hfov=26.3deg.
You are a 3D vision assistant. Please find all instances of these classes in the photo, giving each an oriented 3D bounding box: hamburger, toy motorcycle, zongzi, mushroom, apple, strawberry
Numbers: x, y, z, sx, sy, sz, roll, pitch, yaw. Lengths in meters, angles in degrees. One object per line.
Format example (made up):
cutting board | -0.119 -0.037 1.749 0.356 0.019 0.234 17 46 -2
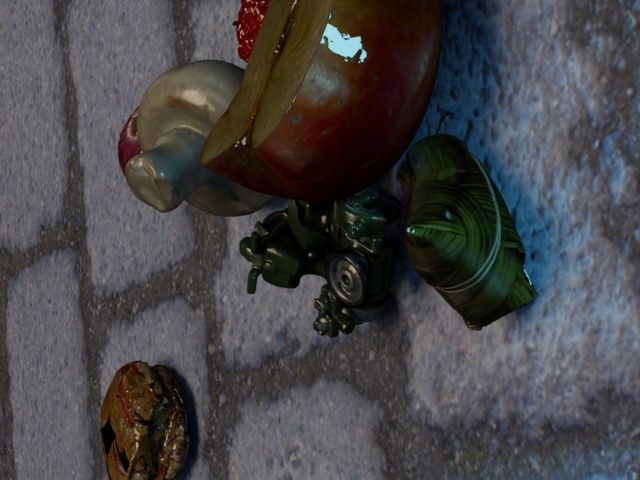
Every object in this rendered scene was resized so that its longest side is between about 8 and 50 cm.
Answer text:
hamburger | -0.293 0.306 2.252 0.231 0.107 0.231 -179 90 -66
toy motorcycle | 0.000 0.000 1.714 0.275 0.127 0.205 41 139 40
zongzi | 0.119 -0.055 1.458 0.111 0.241 0.248 -28 54 15
mushroom | -0.166 -0.119 1.892 0.243 0.243 0.243 0 90 59
apple | -0.004 -0.222 1.590 0.329 0.295 0.365 7 69 30
strawberry | -0.050 -0.328 1.853 0.174 0.098 0.228 28 115 54

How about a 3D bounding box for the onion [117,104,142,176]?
onion | -0.225 -0.147 2.100 0.177 0.153 0.177 -39 45 52
